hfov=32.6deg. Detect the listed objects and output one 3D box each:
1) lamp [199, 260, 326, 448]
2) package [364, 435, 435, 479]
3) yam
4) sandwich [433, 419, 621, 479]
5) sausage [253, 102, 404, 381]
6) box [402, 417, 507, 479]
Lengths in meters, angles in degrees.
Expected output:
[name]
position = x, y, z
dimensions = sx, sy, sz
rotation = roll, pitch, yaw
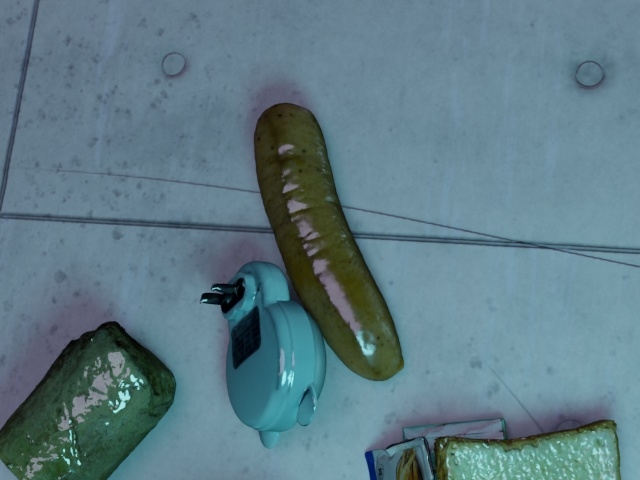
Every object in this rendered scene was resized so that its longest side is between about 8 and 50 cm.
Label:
[lamp]
position = -0.081, 0.170, 1.725
dimensions = 0.209, 0.147, 0.284
rotation = -41, 69, 47
[package]
position = 0.124, 0.392, 1.646
dimensions = 0.027, 0.173, 0.171
rotation = 1, 71, -32
[yam]
position = -0.377, 0.283, 1.764
dimensions = 0.195, 0.195, 0.300
rotation = 38, 88, 19
[sandwich]
position = 0.307, 0.398, 1.587
dimensions = 0.273, 0.095, 0.249
rotation = -5, 77, -6
[sausage]
position = -0.003, 0.001, 1.784
dimensions = 0.136, 0.123, 0.501
rotation = -14, 71, -19
[box]
position = 0.216, 0.392, 1.670
dimensions = 0.160, 0.042, 0.227
rotation = -8, 74, 9
